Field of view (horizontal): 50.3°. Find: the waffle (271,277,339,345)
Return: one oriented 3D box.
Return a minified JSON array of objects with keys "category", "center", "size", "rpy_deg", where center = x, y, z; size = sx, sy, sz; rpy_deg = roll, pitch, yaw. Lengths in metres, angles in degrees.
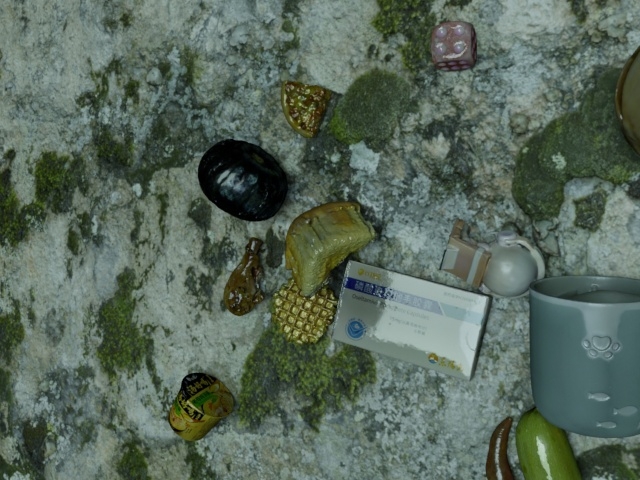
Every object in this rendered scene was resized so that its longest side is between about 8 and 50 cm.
[{"category":"waffle","center":[-0.042,0.171,1.712],"size":[0.191,0.038,0.191],"rpy_deg":[-1,88,22]}]

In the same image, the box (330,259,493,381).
[{"category":"box","center":[0.208,0.181,1.593],"size":[0.344,0.065,0.200],"rpy_deg":[14,94,22]}]

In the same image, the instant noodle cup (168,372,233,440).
[{"category":"instant noodle cup","center":[-0.318,0.436,1.770],"size":[0.151,0.151,0.122],"rpy_deg":[43,116,18]}]

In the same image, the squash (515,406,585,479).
[{"category":"squash","center":[0.477,0.448,1.447],"size":[0.123,0.123,0.186],"rpy_deg":[-19,82,21]}]

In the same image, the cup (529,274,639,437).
[{"category":"cup","center":[0.592,0.222,1.353],"size":[0.357,0.259,0.274],"rpy_deg":[-3,99,-12]}]

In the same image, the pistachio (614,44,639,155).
[{"category":"pistachio","center":[0.697,-0.302,1.357],"size":[0.197,0.166,0.287],"rpy_deg":[20,92,-2]}]

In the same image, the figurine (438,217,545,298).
[{"category":"figurine","center":[0.384,0.046,1.501],"size":[0.237,0.141,0.162],"rpy_deg":[19,124,19]}]

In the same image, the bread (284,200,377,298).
[{"category":"bread","center":[-0.009,0.001,1.623],"size":[0.252,0.133,0.174],"rpy_deg":[-41,50,15]}]

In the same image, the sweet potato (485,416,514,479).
[{"category":"sweet potato","center":[0.408,0.524,1.507],"size":[0.078,0.058,0.255],"rpy_deg":[-10,82,6]}]

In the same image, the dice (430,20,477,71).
[{"category":"dice","center":[0.306,-0.443,1.557],"size":[0.093,0.094,0.091],"rpy_deg":[0,85,23]}]

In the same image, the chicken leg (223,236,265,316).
[{"category":"chicken leg","center":[-0.187,0.095,1.751],"size":[0.101,0.085,0.207],"rpy_deg":[15,87,56]}]

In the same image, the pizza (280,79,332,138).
[{"category":"pizza","center":[-0.039,-0.349,1.722],"size":[0.134,0.046,0.175],"rpy_deg":[-39,74,17]}]

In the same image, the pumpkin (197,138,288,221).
[{"category":"pumpkin","center":[-0.192,-0.147,1.678],"size":[0.233,0.233,0.163],"rpy_deg":[42,109,18]}]
